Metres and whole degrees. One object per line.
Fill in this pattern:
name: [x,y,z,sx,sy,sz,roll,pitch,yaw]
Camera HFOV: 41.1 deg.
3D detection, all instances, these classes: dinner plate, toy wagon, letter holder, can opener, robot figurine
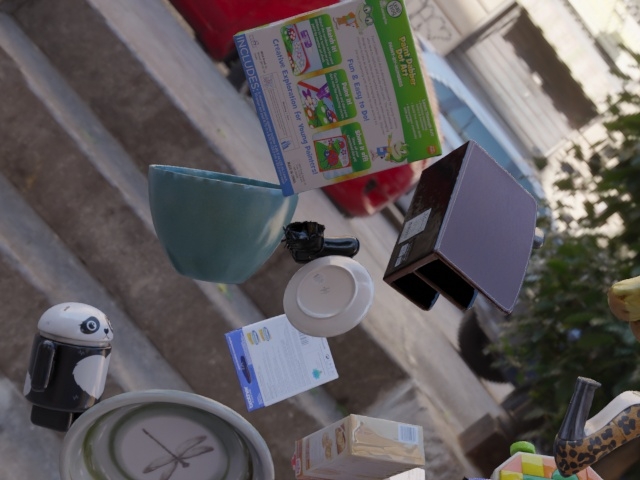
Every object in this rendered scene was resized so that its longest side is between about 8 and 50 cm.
dinner plate: [0.010,0.079,1.272,0.141,0.141,0.017,57,-5,39]
toy wagon: [0.546,0.582,1.863,0.068,0.344,0.267,100,-1,-47]
letter holder: [0.282,-0.001,1.646,0.214,0.152,0.302,38,50,-17]
can opener: [0.424,-0.012,1.890,0.095,0.076,0.283,20,7,-1]
robot figurine: [-0.555,0.277,1.888,0.173,0.278,0.209,11,0,-24]

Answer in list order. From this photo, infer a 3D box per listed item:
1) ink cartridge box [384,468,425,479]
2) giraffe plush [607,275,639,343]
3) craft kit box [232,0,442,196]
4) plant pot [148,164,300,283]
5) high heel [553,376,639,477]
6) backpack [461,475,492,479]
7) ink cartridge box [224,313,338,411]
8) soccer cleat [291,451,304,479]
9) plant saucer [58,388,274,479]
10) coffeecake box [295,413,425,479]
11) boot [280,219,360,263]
ink cartridge box: [0.113,0.569,1.947,0.237,0.100,0.172,14,9,4]
giraffe plush: [0.495,0.034,1.100,0.181,0.210,0.171,42,47,-16]
craft kit box: [0.029,-0.214,1.238,0.061,0.246,0.250,-72,147,-69]
plant pot: [-0.197,-0.026,1.635,0.290,0.196,0.290,10,5,-1]
high heel: [0.563,0.372,1.577,0.261,0.186,0.093,17,3,-6]
backpack: [0.269,0.482,1.495,0.101,0.120,0.098,15,52,-20]
ink cartridge box: [-0.099,0.271,1.968,0.311,0.065,0.186,-12,83,-51]
soccer cleat: [-0.026,0.569,2.184,0.248,0.083,0.095,87,9,-46]
plant saucer: [-0.285,0.415,1.618,0.400,0.400,0.101,48,20,-24]
coffeecake box: [0.062,0.356,1.429,0.142,0.185,0.068,15,58,-27]
boot: [0.000,-0.001,1.350,0.099,0.121,0.045,76,7,-64]
